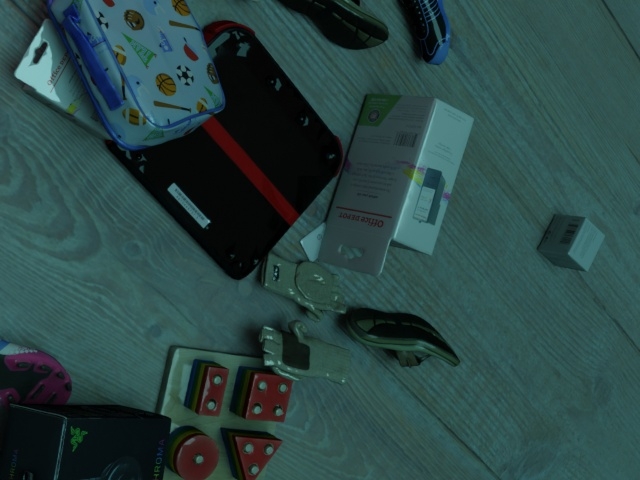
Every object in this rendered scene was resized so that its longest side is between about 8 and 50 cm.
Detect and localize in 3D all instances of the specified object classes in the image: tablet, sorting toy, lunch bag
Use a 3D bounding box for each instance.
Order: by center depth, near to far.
[{"bbox_3d":[-0.298,-0.304,1.636,0.243,0.115,0.303,-30,94,-52],"label":"lunch bag"},{"bbox_3d":[-0.177,0.344,1.909,0.257,0.089,0.256,13,90,-35],"label":"sorting toy"},{"bbox_3d":[0.000,0.000,2.026,0.083,0.006,0.054,-38,116,-24],"label":"tablet"}]

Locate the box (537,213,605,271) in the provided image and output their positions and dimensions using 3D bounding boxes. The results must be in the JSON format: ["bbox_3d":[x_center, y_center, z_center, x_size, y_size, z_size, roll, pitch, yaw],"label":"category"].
[{"bbox_3d":[0.582,0.005,2.368,0.087,0.102,0.101,36,76,-31],"label":"box"}]

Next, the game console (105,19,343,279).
[{"bbox_3d":[-0.158,-0.168,1.870,0.342,0.060,0.386,-48,120,-13],"label":"game console"}]

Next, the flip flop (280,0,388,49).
[{"bbox_3d":[0.024,-0.446,1.923,0.277,0.112,0.080,26,62,-32],"label":"flip flop"}]

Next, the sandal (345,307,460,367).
[{"bbox_3d":[0.164,0.212,2.125,0.302,0.120,0.086,16,116,-33],"label":"sandal"}]

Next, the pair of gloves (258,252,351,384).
[{"bbox_3d":[-0.034,0.156,1.967,0.204,0.042,0.240,13,65,-33],"label":"pair of gloves"}]

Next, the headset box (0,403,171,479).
[{"bbox_3d":[-0.397,0.397,1.667,0.283,0.131,0.247,19,79,-59],"label":"headset box"}]

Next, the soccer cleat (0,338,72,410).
[{"bbox_3d":[-0.531,0.188,1.634,0.116,0.143,0.331,-51,146,-1],"label":"soccer cleat"}]

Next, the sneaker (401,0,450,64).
[{"bbox_3d":[0.201,-0.468,2.051,0.090,0.081,0.232,-7,94,-31],"label":"sneaker"}]

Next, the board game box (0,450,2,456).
[{"bbox_3d":[-0.535,0.454,1.697,0.194,0.060,0.194,-23,113,-34],"label":"board game box"}]

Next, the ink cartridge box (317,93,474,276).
[{"bbox_3d":[0.142,-0.097,1.985,0.119,0.207,0.354,21,85,-39],"label":"ink cartridge box"}]

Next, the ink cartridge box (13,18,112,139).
[{"bbox_3d":[-0.403,-0.263,1.672,0.198,0.067,0.115,34,78,-35],"label":"ink cartridge box"}]
